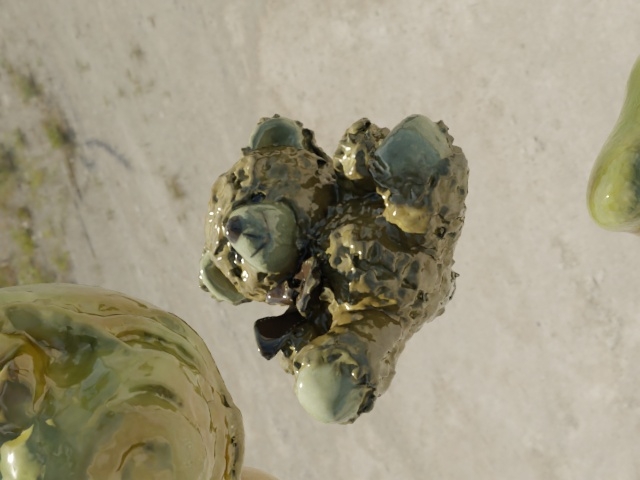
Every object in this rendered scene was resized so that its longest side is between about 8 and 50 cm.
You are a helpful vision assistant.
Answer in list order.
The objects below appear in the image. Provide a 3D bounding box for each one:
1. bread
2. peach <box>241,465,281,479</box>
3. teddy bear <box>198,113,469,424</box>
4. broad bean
[{"bbox_3d":[-0.122,0.098,0.496,0.152,0.130,0.267,36,154,-4],"label":"bread"},{"bbox_3d":[-0.095,0.304,0.987,0.184,0.184,0.184,32,133,43],"label":"peach"},{"bbox_3d":[0.000,0.000,0.925,0.256,0.156,0.267,25,94,27],"label":"teddy bear"},{"bbox_3d":[0.372,-0.112,1.131,0.121,0.263,0.189,22,159,6],"label":"broad bean"}]
